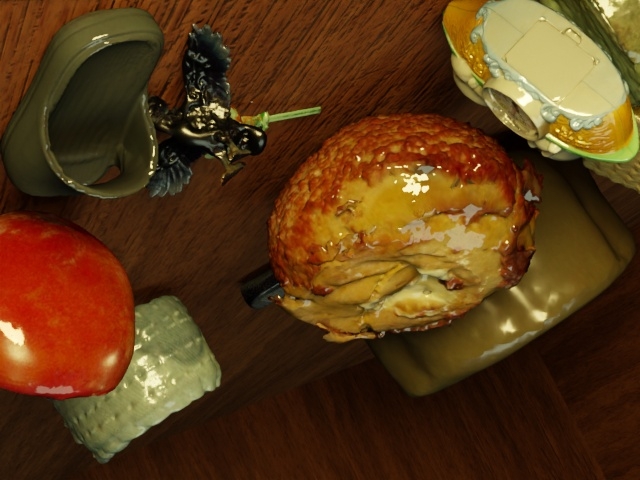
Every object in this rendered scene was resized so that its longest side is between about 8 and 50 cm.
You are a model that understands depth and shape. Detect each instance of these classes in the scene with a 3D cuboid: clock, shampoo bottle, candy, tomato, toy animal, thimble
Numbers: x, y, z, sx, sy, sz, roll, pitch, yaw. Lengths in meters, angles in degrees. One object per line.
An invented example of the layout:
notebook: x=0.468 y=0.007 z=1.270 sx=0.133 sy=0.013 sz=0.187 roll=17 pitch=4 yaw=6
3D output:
clock: x=0.203 y=-0.150 z=0.891 sx=0.103 sy=0.231 sz=0.144 roll=-44 pitch=168 yaw=-5
shampoo bottle: x=-0.018 y=0.039 z=1.527 sx=0.234 sy=0.049 sz=0.087 roll=-30 pitch=167 yaw=15
candy: x=-0.057 y=-0.119 z=0.931 sx=0.185 sy=0.049 sz=0.055 roll=-19 pitch=121 yaw=-49
tomato: x=-0.272 y=0.046 z=0.897 sx=0.200 sy=0.139 sz=0.233 roll=15 pitch=-173 yaw=-28
toy animal: x=-0.105 y=-0.097 z=0.823 sx=0.062 sy=0.108 sz=0.220 roll=-54 pitch=171 yaw=-42
thimble: x=-0.277 y=0.204 z=1.381 sx=0.250 sy=0.172 sz=0.205 roll=-31 pitch=176 yaw=9

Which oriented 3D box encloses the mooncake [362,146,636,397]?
mooncake: x=0.273 y=0.046 z=1.565 sx=0.467 sy=0.262 sz=0.467 roll=-35 pitch=173 yaw=-5

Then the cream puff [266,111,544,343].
cream puff: x=0.099 y=-0.029 z=1.130 sx=0.350 sy=0.228 sz=0.350 roll=-5 pitch=150 yaw=-3

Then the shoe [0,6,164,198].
shoe: x=-0.182 y=-0.079 z=0.753 sx=0.108 sy=0.093 sz=0.241 roll=-18 pitch=162 yaw=-34

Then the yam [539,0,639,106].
yam: x=0.367 y=-0.258 z=0.870 sx=0.300 sy=0.195 sz=0.195 roll=-27 pitch=166 yaw=6

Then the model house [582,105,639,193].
model house: x=0.379 y=-0.163 z=1.127 sx=0.175 sy=0.234 sz=0.193 roll=-25 pitch=164 yaw=-5
